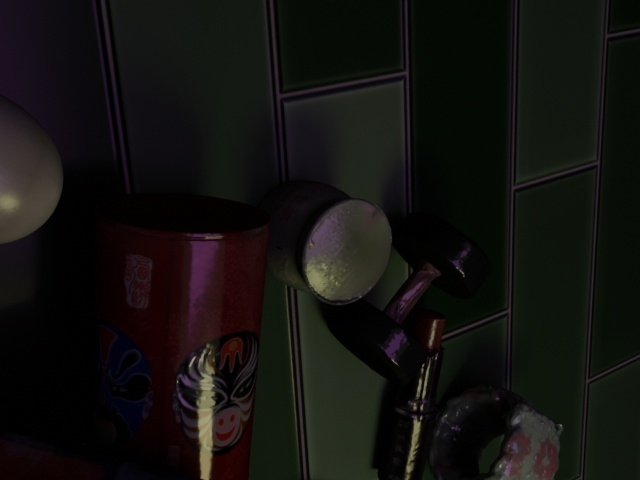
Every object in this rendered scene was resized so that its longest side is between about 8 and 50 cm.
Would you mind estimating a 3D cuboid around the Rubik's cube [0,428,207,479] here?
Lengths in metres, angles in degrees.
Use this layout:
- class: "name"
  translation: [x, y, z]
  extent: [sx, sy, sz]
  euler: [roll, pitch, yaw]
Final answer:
- class: "Rubik's cube"
  translation: [-0.251, 0.428, 0.894]
  extent: [0.313, 0.318, 0.316]
  euler: [-73, 172, -48]

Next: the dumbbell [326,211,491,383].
- class: "dumbbell"
  translation: [0.128, 0.081, 1.285]
  extent: [0.218, 0.152, 0.152]
  euler: [-51, 127, -13]

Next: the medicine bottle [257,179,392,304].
- class: "medicine bottle"
  translation: [0.000, 0.000, 1.169]
  extent: [0.147, 0.143, 0.147]
  euler: [-11, 110, -33]

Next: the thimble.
- class: "thimble"
  translation: [0.290, 0.345, 1.461]
  extent: [0.211, 0.185, 0.149]
  euler: [-43, 128, 13]

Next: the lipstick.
- class: "lipstick"
  translation: [0.149, 0.251, 1.400]
  extent: [0.081, 0.081, 0.300]
  euler: [0, 105, -36]

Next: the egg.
- class: "egg"
  translation: [-0.356, -0.081, 0.873]
  extent: [0.209, 0.151, 0.151]
  euler: [32, 85, -33]

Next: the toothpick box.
- class: "toothpick box"
  translation: [-0.171, 0.126, 1.045]
  extent: [0.204, 0.204, 0.334]
  euler: [-4, 106, -36]
